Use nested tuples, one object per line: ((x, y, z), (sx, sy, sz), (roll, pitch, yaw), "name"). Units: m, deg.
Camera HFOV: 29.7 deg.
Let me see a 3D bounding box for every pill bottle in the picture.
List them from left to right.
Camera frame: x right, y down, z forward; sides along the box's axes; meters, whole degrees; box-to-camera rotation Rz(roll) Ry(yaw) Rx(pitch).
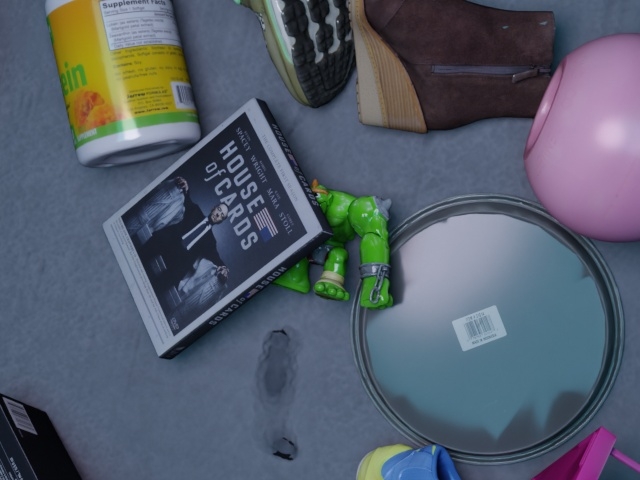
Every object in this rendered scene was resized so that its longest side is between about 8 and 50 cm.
((-0.219, -0.211, 1.301), (0.136, 0.136, 0.246), (-14, 87, 9), "pill bottle")

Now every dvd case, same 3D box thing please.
((-0.115, -0.012, 1.283), (0.238, 0.029, 0.179), (-38, 63, 22), "dvd case")

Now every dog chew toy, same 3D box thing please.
((0.373, -0.070, 1.177), (0.331, 0.206, 0.207), (21, 93, 1), "dog chew toy")

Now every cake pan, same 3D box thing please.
((0.172, 0.095, 1.275), (0.293, 0.054, 0.293), (0, 89, 10), "cake pan")

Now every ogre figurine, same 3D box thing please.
((0.000, 0.000, 1.284), (0.097, 0.197, 0.118), (23, 80, -34), "ogre figurine")

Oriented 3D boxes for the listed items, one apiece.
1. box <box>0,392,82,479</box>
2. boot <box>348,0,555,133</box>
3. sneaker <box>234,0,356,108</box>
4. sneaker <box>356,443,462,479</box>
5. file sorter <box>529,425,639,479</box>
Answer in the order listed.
((-0.334, 0.321, 1.280), (0.184, 0.103, 0.261), (-42, 54, 5), "box")
((0.134, -0.230, 1.238), (0.206, 0.090, 0.248), (-4, 120, 4), "boot")
((-0.086, -0.332, 1.281), (0.182, 0.158, 0.410), (-7, 111, 45), "sneaker")
((0.107, 0.316, 1.222), (0.126, 0.091, 0.240), (-27, 64, 34), "sneaker")
((0.241, 0.367, 1.126), (0.182, 0.202, 0.291), (33, 59, 4), "file sorter")
